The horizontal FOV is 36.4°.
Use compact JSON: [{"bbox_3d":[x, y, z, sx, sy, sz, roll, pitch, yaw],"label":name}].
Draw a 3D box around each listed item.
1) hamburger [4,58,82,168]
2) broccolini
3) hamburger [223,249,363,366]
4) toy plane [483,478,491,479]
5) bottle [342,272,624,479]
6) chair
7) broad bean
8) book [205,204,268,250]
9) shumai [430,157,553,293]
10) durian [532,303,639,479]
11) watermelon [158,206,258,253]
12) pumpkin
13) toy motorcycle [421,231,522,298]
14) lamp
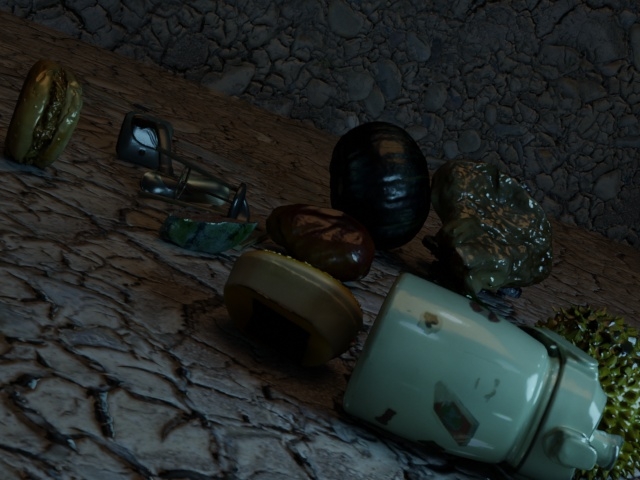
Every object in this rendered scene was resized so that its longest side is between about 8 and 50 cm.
[{"bbox_3d":[-0.516,-0.236,1.822,0.108,0.213,0.214,20,14,-20],"label":"hamburger"},{"bbox_3d":[0.314,0.121,2.144,0.201,0.074,0.058,39,13,10],"label":"broccolini"},{"bbox_3d":[-0.041,0.095,1.421,0.210,0.173,0.116,26,51,17],"label":"hamburger"},{"bbox_3d":[0.307,0.343,1.243,0.197,0.053,0.078,15,-5,-17],"label":"toy plane"},{"bbox_3d":[0.228,0.197,1.302,0.352,0.229,0.229,22,13,8],"label":"bottle"},{"bbox_3d":[-0.231,-0.100,1.895,0.222,0.095,0.104,25,35,-2],"label":"chair"},{"bbox_3d":[-0.001,0.003,1.913,0.229,0.122,0.156,20,38,12],"label":"broad bean"},{"bbox_3d":[-0.187,-0.027,1.940,0.139,0.016,0.199,25,14,9],"label":"book"},{"bbox_3d":[0.339,0.006,2.147,0.346,0.217,0.283,46,58,-2],"label":"shumai"},{"bbox_3d":[0.409,0.234,1.464,0.293,0.258,0.258,46,23,30],"label":"durian"},{"bbox_3d":[-0.217,-0.020,1.772,0.187,0.071,0.139,3,15,-34],"label":"watermelon"},{"bbox_3d":[0.148,-0.129,2.286,0.239,0.315,0.315,-7,20,-10],"label":"pumpkin"},{"bbox_3d":[0.376,0.057,2.354,0.270,0.106,0.159,33,19,21],"label":"toy motorcycle"},{"bbox_3d":[-0.310,-0.176,2.088,0.203,0.124,0.283,18,14,-32],"label":"lamp"}]
